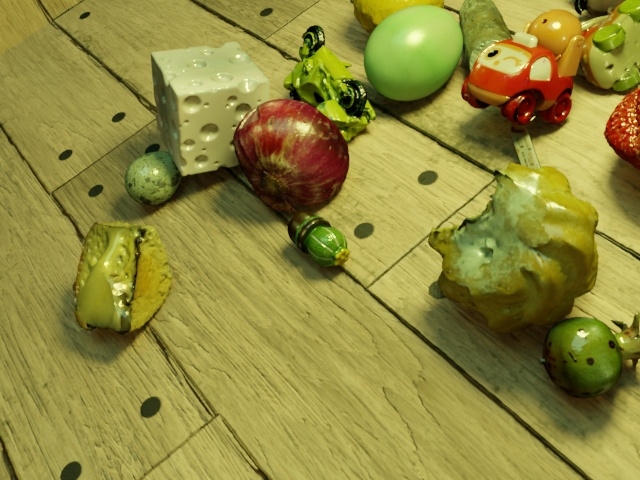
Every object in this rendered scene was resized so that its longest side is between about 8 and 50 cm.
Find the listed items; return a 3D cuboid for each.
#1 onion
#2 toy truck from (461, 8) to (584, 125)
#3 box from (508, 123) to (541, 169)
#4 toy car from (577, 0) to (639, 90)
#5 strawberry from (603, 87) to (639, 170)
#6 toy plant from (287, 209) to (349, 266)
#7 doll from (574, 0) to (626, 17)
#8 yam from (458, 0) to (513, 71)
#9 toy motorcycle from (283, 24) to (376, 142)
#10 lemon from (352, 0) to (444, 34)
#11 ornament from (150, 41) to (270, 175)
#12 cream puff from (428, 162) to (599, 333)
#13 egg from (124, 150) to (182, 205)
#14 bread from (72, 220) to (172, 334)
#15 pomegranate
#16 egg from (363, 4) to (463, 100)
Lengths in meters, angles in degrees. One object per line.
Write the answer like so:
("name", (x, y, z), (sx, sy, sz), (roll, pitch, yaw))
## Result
("onion", (-0.056, -0.216, 1.655), (0.231, 0.256, 0.272), (-6, 64, 35))
("toy truck", (0.465, -0.395, 1.563), (0.265, 0.239, 0.189), (-10, 31, -32))
("box", (0.457, -0.176, 1.536), (0.041, 0.050, 0.207), (-14, 48, 13))
("toy car", (0.669, -0.463, 1.653), (0.235, 0.145, 0.235), (-27, 30, 17))
("strawberry", (0.696, -0.213, 1.337), (0.238, 0.250, 0.288), (43, 47, 4))
("toy plant", (0.000, 0.000, 1.547), (0.093, 0.092, 0.162), (-41, 49, -14))
("doll", (0.729, -0.657, 1.785), (0.182, 0.117, 0.257), (-4, 48, 12))
("yam", (0.423, -0.526, 1.791), (0.133, 0.133, 0.330), (-13, 46, 12))
("toy motorcycle", (0.009, -0.397, 1.829), (0.142, 0.206, 0.342), (-9, 51, -28))
("lemon", (0.215, -0.656, 1.922), (0.233, 0.233, 0.288), (-39, 56, -12))
("ornament", (-0.284, -0.344, 1.806), (0.240, 0.239, 0.239), (-14, 45, -22))
("cream puff", (0.381, 0.022, 1.259), (0.323, 0.270, 0.274), (-42, 57, 46))
("egg", (-0.435, -0.167, 1.841), (0.132, 0.132, 0.172), (18, 47, 33))
("bread", (-0.463, 0.089, 1.622), (0.204, 0.163, 0.261), (6, 77, 24))
("pomegranate", (0.455, 0.185, 1.177), (0.169, 0.148, 0.148), (-26, 46, -15))
("egg", (0.236, -0.473, 1.760), (0.270, 0.220, 0.220), (-33, 47, -12))
